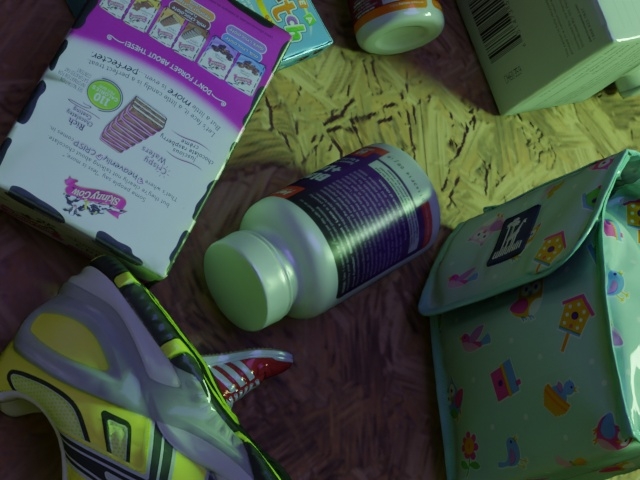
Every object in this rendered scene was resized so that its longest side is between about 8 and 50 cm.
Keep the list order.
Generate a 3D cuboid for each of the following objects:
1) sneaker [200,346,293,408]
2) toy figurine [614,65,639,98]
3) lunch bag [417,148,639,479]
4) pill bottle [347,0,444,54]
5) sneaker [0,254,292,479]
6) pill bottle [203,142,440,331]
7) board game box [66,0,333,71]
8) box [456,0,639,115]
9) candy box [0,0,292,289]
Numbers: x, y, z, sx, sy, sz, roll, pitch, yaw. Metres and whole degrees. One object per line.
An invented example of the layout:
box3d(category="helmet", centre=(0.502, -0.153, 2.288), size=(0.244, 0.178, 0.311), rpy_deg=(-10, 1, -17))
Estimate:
box3d(category="sneaker", centre=(-0.073, 0.124, 1.125), size=(0.118, 0.042, 0.067), rpy_deg=(-6, 70, -24))
box3d(category="toy figurine", centre=(0.385, -0.253, 1.440), size=(0.213, 0.209, 0.148), rpy_deg=(-29, 102, -33))
box3d(category="lunch bag", centre=(0.205, 0.071, 1.199), size=(0.160, 0.223, 0.262), rpy_deg=(8, 67, -36))
box3d(category="pill bottle", centre=(0.061, -0.260, 1.328), size=(0.086, 0.086, 0.152), rpy_deg=(-2, 73, -31))
box3d(category="sneaker", centre=(-0.096, 0.198, 1.013), size=(0.147, 0.145, 0.385), rpy_deg=(-36, 71, -4))
box3d(category="pill bottle", centre=(0.000, 0.000, 1.176), size=(0.193, 0.108, 0.108), rpy_deg=(-29, 87, -36))
box3d(category="board game box", centre=(-0.110, -0.207, 1.235), size=(0.211, 0.039, 0.160), rpy_deg=(-26, 86, -34))
box3d(category="box", centre=(0.237, -0.241, 1.366), size=(0.119, 0.182, 0.181), rpy_deg=(-14, 79, -33))
box3d(category="candy box", centre=(-0.146, -0.100, 1.116), size=(0.159, 0.071, 0.233), rpy_deg=(31, 71, -10))
